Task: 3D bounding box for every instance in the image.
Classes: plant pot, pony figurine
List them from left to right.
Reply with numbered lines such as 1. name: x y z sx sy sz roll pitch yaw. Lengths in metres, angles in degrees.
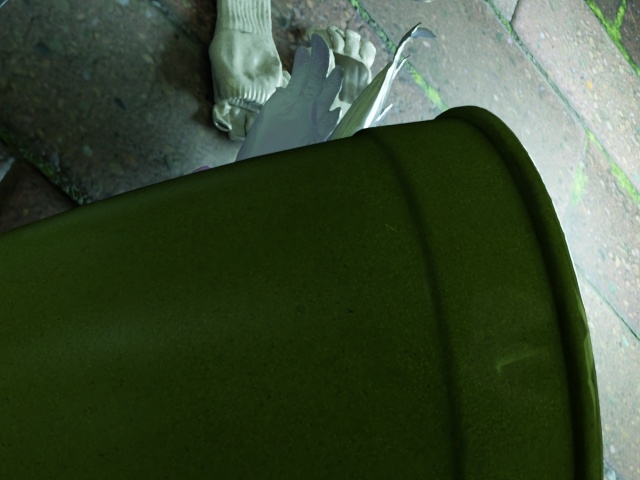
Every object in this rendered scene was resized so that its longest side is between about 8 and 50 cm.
1. plant pot: -0.065 0.106 0.673 0.353 0.366 0.366 -4 75 -11
2. pony figurine: 0.000 0.000 0.965 0.363 0.303 0.351 39 80 -16

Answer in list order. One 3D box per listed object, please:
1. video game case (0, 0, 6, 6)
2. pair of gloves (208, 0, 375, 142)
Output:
1. video game case: -0.360 -0.311 0.891 0.274 0.026 0.196 48 46 -24
2. pair of gloves: -0.026 -0.177 1.178 0.240 0.042 0.204 24 59 -38
